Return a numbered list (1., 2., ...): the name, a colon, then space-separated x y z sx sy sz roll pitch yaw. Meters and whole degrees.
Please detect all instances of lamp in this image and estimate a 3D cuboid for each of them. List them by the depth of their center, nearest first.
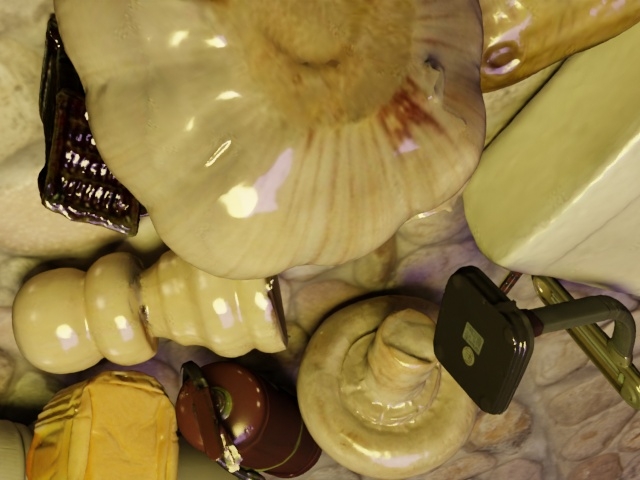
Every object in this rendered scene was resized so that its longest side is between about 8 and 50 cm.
1. lamp: 0.219 0.073 1.045 0.283 0.203 0.125 6 119 -40

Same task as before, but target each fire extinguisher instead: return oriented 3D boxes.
1. fire extinguisher: -0.074 0.205 1.089 0.105 0.141 0.341 -33 159 2

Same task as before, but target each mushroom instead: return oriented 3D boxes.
1. mushroom: 0.089 0.156 1.114 0.206 0.206 0.209 14 163 -31

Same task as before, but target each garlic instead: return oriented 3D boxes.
1. garlic: -0.024 -0.132 0.722 0.321 0.241 0.322 -2 114 -5

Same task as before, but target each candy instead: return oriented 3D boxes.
1. candy: 0.316 -0.109 0.953 0.208 0.145 0.359 14 131 -33

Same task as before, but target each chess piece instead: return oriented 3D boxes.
1. chess piece: -0.167 0.058 0.989 0.260 0.143 0.143 -10 139 2

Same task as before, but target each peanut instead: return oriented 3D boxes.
1. peanut: 0.185 -0.199 0.834 0.236 0.110 0.120 -23 130 3

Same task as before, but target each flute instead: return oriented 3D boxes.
1. flute: 0.208 0.069 1.207 0.014 0.014 0.270 8 133 -26

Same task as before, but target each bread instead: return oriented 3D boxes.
1. bread: -0.217 0.231 1.011 0.132 0.191 0.114 20 147 -39

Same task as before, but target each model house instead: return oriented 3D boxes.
1. model house: -0.160 -0.071 0.826 0.165 0.152 0.106 16 135 -31

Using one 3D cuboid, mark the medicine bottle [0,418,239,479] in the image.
1. medicine bottle: -0.276 0.306 1.149 0.339 0.208 0.208 17 128 -33
